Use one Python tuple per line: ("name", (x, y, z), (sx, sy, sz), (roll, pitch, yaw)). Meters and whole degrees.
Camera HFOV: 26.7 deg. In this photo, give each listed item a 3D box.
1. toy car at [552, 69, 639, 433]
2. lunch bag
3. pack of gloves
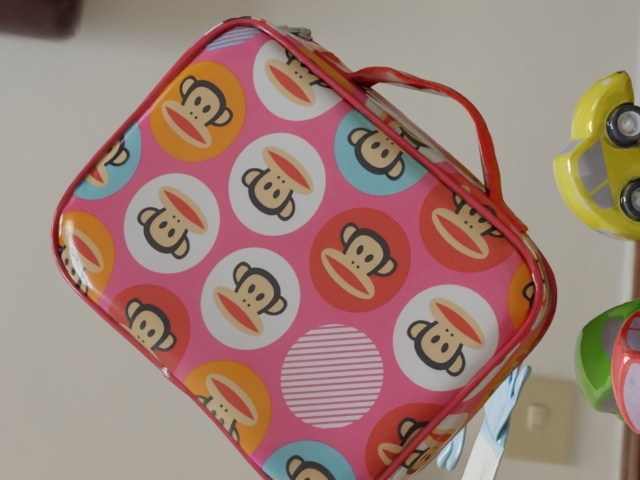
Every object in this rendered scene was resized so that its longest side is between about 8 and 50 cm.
("toy car", (0.177, 0.050, 0.788), (0.053, 0.239, 0.225), (-10, 148, 3))
("lunch bag", (0.000, 0.000, 0.862), (0.293, 0.258, 0.120), (44, -170, 13))
("pack of gloves", (0.160, 0.171, 1.458), (0.046, 0.232, 0.195), (11, -162, -11))
